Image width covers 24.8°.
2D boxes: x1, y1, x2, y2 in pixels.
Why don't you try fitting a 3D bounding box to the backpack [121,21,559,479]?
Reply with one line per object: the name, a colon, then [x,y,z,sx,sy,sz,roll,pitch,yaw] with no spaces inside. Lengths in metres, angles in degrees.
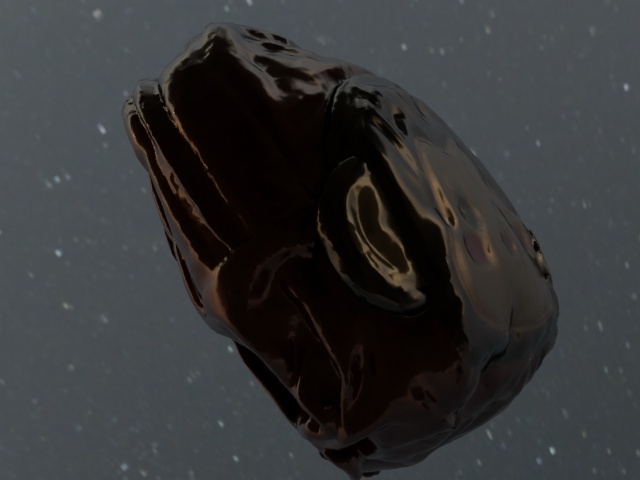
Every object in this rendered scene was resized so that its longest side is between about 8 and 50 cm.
backpack: [0.002,-0.002,0.650,0.139,0.229,0.229,-41,-130,16]
